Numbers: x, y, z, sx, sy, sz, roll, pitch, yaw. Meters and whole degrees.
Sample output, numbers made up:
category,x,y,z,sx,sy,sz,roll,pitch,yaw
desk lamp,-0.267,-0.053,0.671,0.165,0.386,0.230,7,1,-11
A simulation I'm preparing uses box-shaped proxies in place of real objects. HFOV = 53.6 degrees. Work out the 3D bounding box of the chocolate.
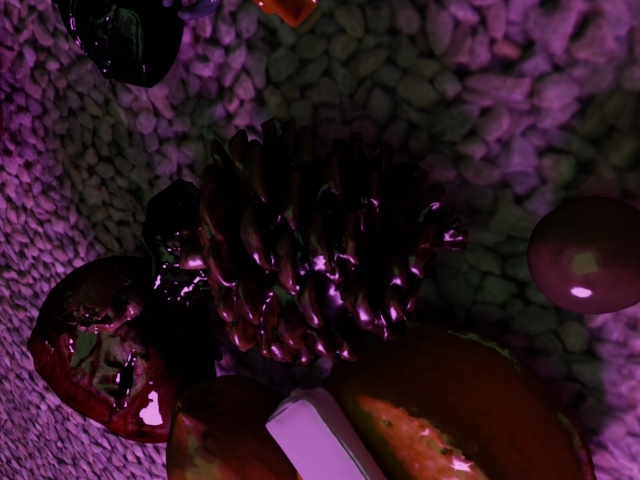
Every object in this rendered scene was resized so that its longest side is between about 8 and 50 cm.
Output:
category,x,y,z,sx,sy,sz,roll,pitch,yaw
chocolate,-0.114,0.006,0.757,0.133,0.156,0.156,3,114,15

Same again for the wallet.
category,x,y,z,sx,sy,sz,roll,pitch,yaw
wallet,0.021,0.226,0.600,0.190,0.033,0.095,56,132,10

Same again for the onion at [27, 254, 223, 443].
category,x,y,z,sx,sy,sz,roll,pitch,yaw
onion,-0.256,0.151,0.861,0.281,0.221,0.281,37,146,31

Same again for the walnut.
category,x,y,z,sx,sy,sz,roll,pitch,yaw
walnut,-0.086,0.280,0.778,0.209,0.209,0.336,8,141,34

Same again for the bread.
category,x,y,z,sx,sy,sz,roll,pitch,yaw
bread,0.116,0.229,0.652,0.312,0.172,0.312,15,117,32

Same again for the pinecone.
category,x,y,z,sx,sy,sz,roll,pitch,yaw
pinecone,-0.004,0.011,0.607,0.257,0.243,0.243,21,124,2

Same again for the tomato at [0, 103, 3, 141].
category,x,y,z,sx,sy,sz,roll,pitch,yaw
tomato,-0.619,-0.206,0.932,0.341,0.273,0.341,8,116,18

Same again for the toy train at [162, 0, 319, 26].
category,x,y,z,sx,sy,sz,roll,pitch,yaw
toy train,0.030,-0.325,0.389,0.429,0.178,0.249,-46,57,12

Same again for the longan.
category,x,y,z,sx,sy,sz,roll,pitch,yaw
longan,0.229,0.017,0.528,0.106,0.106,0.119,5,153,34

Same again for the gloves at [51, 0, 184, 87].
category,x,y,z,sx,sy,sz,roll,pitch,yaw
gloves,-0.253,-0.277,0.734,0.203,0.124,0.164,22,104,18
